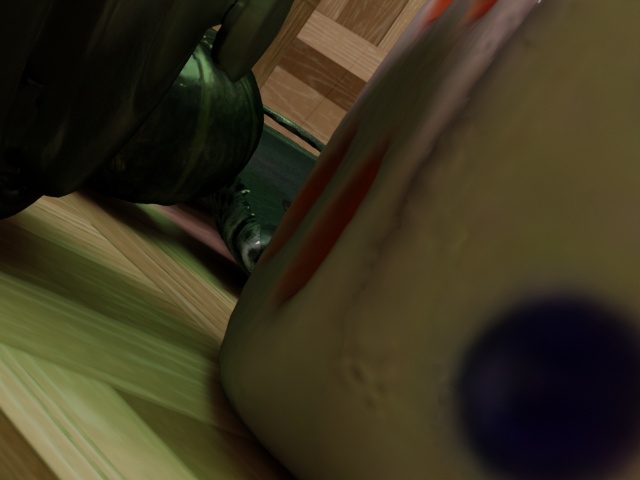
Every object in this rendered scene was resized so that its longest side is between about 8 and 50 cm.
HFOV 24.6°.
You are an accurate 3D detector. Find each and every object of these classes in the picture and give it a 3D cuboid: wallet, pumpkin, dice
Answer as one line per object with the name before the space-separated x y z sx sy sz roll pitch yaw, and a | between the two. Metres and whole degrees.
wallet | 0.000 0.000 1.076 0.237 0.075 0.342 35 13 -25
pumpkin | -0.117 -0.091 0.926 0.167 0.125 0.167 38 10 -8
dice | 0.158 0.016 0.632 0.304 0.304 0.277 34 5 -8

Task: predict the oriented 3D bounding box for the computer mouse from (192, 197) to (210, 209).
computer mouse | -0.104 -0.060 1.237 0.102 0.045 0.199 40 9 30

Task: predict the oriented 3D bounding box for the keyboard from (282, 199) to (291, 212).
keyboard | 0.056 0.030 0.937 0.196 0.015 0.074 27 15 -38

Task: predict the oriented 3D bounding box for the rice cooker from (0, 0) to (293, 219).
rice cooker | -0.144 -0.158 0.589 0.317 0.264 0.316 22 31 -14
